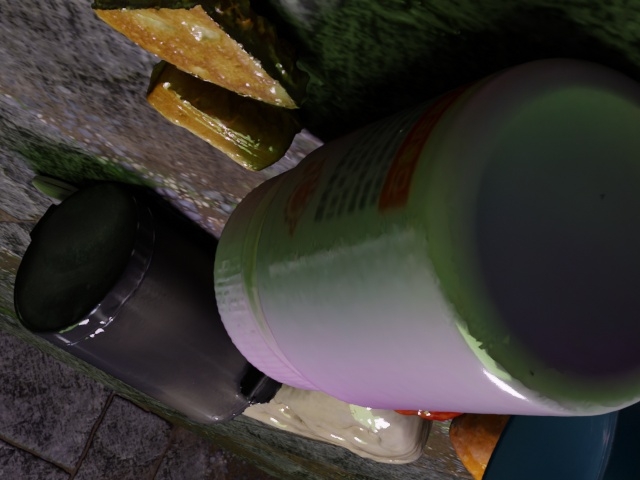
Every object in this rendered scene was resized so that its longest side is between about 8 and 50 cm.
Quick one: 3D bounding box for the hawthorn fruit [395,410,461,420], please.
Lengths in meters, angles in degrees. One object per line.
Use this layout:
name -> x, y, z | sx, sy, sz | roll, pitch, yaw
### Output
hawthorn fruit -> 0.124, 0.129, 1.281 | 0.132, 0.138, 0.133 | 21, 160, 8

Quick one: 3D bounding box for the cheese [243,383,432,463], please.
cheese -> 0.002, 0.211, 1.704 | 0.351, 0.130, 0.328 | 21, 165, 4

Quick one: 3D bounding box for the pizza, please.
pizza -> -0.078, -0.155, 0.854 | 0.175, 0.046, 0.134 | 28, 164, -12

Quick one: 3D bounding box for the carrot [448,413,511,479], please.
carrot -> 0.275, 0.307, 1.615 | 0.225, 0.159, 0.159 | 33, 163, 0

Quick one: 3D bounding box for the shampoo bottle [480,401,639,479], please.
shampoo bottle -> 0.360, 0.307, 1.178 | 0.342, 0.331, 0.331 | 24, 163, -6

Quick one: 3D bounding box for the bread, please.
bread -> -0.081, -0.109, 0.987 | 0.132, 0.053, 0.074 | 28, 159, -13

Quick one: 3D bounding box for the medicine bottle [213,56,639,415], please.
medicine bottle -> 0.078, 0.016, 0.859 | 0.219, 0.219, 0.388 | 30, 162, -19

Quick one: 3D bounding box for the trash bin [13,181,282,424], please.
trash bin -> -0.206, 0.085, 1.491 | 0.301, 0.203, 0.252 | 39, 176, -43

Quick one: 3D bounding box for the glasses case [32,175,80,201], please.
glasses case -> -0.329, -0.063, 1.510 | 0.083, 0.021, 0.032 | 19, 162, 17
